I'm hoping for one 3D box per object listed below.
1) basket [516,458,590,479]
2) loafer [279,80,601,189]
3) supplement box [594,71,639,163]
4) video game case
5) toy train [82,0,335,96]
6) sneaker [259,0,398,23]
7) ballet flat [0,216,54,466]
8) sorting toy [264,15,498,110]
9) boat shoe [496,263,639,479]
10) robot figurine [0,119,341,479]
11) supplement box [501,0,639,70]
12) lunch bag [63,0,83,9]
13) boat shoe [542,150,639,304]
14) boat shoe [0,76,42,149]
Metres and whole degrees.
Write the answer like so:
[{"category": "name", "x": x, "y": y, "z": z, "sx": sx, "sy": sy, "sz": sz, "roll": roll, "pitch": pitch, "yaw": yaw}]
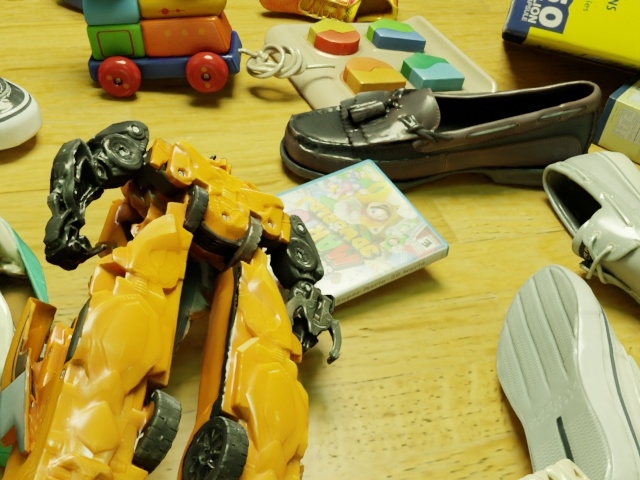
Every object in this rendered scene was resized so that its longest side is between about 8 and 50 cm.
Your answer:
[{"category": "basket", "x": 0.118, "y": 0.199, "z": 0.352, "sx": 0.103, "sy": 0.113, "sz": 0.167, "roll": -19, "pitch": 48, "yaw": -31}, {"category": "loafer", "x": 0.114, "y": -0.112, "z": 0.720, "sx": 0.303, "sy": 0.095, "sz": 0.109, "roll": 0, "pitch": 43, "yaw": -11}, {"category": "supplement box", "x": 0.345, "y": -0.123, "z": 0.804, "sx": 0.083, "sy": 0.056, "sz": 0.083, "roll": 32, "pitch": 46, "yaw": 25}, {"category": "video game case", "x": 0.000, "y": 0.000, "z": 0.613, "sx": 0.166, "sy": 0.015, "sz": 0.119, "roll": -22, "pitch": 52, "yaw": -20}, {"category": "toy train", "x": -0.111, "y": -0.231, "z": 0.761, "sx": 0.248, "sy": 0.143, "sz": 0.105, "roll": -3, "pitch": 42, "yaw": 0}, {"category": "sneaker", "x": 0.013, "y": -0.296, "z": 0.944, "sx": 0.175, "sy": 0.064, "sz": 0.067, "roll": -3, "pitch": 52, "yaw": -10}, {"category": "ballet flat", "x": -0.218, "y": 0.032, "z": 0.503, "sx": 0.083, "sy": 0.087, "sz": 0.247, "roll": -20, "pitch": 48, "yaw": -26}, {"category": "sorting toy", "x": 0.066, "y": -0.202, "z": 0.860, "sx": 0.208, "sy": 0.038, "sz": 0.193, "roll": -12, "pitch": 45, "yaw": -22}, {"category": "boat shoe", "x": 0.172, "y": 0.108, "z": 0.507, "sx": 0.076, "sy": 0.083, "sz": 0.226, "roll": 35, "pitch": 33, "yaw": -16}, {"category": "robot figurine", "x": -0.084, "y": 0.054, "z": 0.458, "sx": 0.211, "sy": 0.085, "sz": 0.291, "roll": 32, "pitch": 36, "yaw": -26}, {"category": "supplement box", "x": 0.397, "y": -0.274, "z": 0.836, "sx": 0.357, "sy": 0.194, "sz": 0.195, "roll": 16, "pitch": 15, "yaw": 9}, {"category": "lunch bag", "x": -0.257, "y": -0.298, "z": 0.892, "sx": 0.098, "sy": 0.067, "sz": 0.065, "roll": 24, "pitch": 43, "yaw": 16}, {"category": "boat shoe", "x": 0.245, "y": 0.004, "z": 0.635, "sx": 0.081, "sy": 0.079, "sz": 0.227, "roll": -7, "pitch": 37, "yaw": -4}, {"category": "boat shoe", "x": -0.389, "y": -0.164, "z": 0.687, "sx": 0.301, "sy": 0.102, "sz": 0.108, "roll": 21, "pitch": 42, "yaw": 14}]
